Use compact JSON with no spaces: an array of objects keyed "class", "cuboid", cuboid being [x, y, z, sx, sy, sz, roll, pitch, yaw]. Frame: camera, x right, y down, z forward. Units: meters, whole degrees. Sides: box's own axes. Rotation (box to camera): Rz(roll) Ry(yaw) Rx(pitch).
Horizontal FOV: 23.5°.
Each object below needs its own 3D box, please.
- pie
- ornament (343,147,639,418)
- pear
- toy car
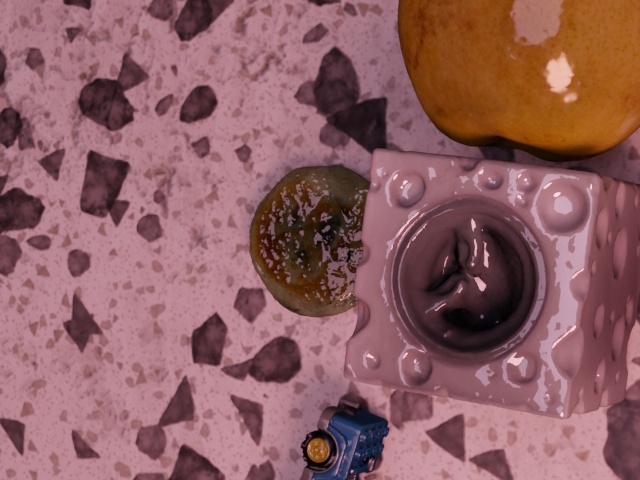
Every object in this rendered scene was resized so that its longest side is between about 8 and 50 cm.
[{"class":"pie","cuboid":[0.000,0.000,1.801,0.186,0.041,0.187,-1,87,25]},{"class":"ornament","cuboid":[0.191,0.041,1.602,0.239,0.239,0.240,9,92,26]},{"class":"pear","cuboid":[0.226,-0.233,1.566,0.314,0.314,0.314,-1,88,25]},{"class":"toy car","cuboid":[0.028,0.280,1.749,0.100,0.097,0.191,21,97,23]}]
